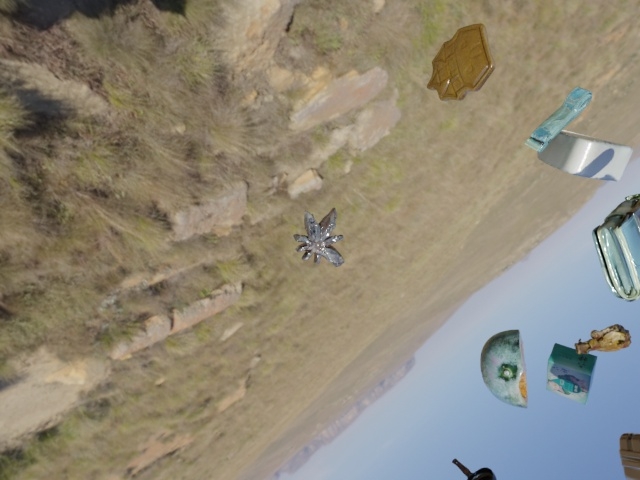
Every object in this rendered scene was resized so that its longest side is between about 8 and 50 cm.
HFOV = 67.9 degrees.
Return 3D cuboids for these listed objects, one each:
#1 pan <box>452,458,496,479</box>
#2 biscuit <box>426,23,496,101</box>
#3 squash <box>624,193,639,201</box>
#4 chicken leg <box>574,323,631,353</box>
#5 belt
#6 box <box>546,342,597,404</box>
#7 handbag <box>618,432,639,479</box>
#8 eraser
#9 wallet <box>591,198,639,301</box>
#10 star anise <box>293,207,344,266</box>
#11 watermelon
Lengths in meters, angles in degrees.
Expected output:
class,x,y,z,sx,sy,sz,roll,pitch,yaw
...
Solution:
class,x,y,z,sx,sy,sz,roll,pitch,yaw
pan,0.491,0.769,1.541,0.115,0.040,0.212,-41,-172,-11
biscuit,0.365,-0.465,1.283,0.034,0.182,0.215,0,165,-34
squash,1.006,-0.130,1.292,0.080,0.071,0.318,-7,-177,-26
chicken leg,0.963,0.340,1.616,0.207,0.085,0.101,-12,157,-11
belt,0.890,-0.453,1.779,0.302,0.072,0.087,-45,153,-3
box,0.975,0.521,1.857,0.092,0.153,0.245,-52,139,-27
handbag,0.998,0.620,1.330,0.301,0.149,0.283,1,157,2
eraser,1.067,-0.334,1.886,0.331,0.331,0.150,-18,125,-53
wallet,0.708,0.010,1.077,0.250,0.176,0.075,-24,-176,-40
star anise,-0.001,-0.004,1.823,0.198,0.110,0.258,-12,118,-16
watermelon,0.733,0.531,1.925,0.188,0.322,0.175,-10,173,26
